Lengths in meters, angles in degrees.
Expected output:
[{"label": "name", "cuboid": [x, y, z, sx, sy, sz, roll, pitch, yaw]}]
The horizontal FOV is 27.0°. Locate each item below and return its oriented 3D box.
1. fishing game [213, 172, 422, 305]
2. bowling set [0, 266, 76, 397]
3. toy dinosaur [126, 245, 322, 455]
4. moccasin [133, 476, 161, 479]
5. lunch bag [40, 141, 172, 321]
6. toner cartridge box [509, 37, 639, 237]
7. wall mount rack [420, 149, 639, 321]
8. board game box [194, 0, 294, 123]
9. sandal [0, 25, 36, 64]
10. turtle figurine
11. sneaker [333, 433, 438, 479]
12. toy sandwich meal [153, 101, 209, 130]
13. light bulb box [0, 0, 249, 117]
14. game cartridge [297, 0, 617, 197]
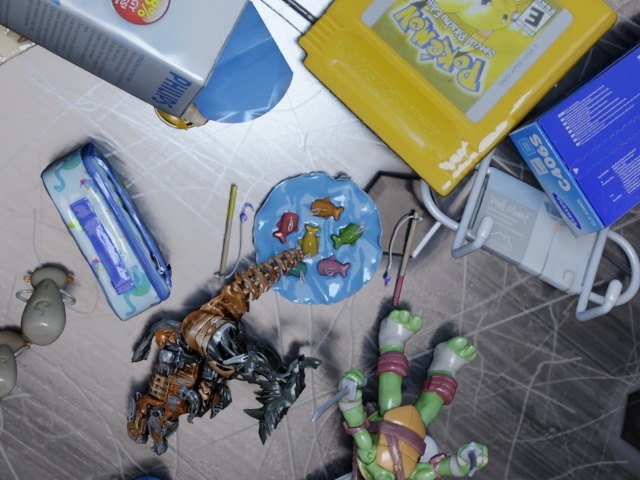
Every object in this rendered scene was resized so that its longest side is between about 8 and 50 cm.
[{"label": "fishing game", "cuboid": [0.000, 0.000, 1.805, 0.264, 0.041, 0.189, 12, 101, -9]}, {"label": "bowling set", "cuboid": [-0.468, 0.140, 1.733, 0.287, 0.154, 0.200, 5, 118, -10]}, {"label": "toy dinosaur", "cuboid": [-0.125, 0.155, 1.767, 0.218, 0.164, 0.322, 36, 116, 4]}, {"label": "moccasin", "cuboid": [-0.331, 0.456, 1.791, 0.342, 0.138, 0.117, -31, 107, 0]}, {"label": "lunch bag", "cuboid": [-0.269, -0.011, 1.697, 0.090, 0.176, 0.219, -28, 101, -2]}, {"label": "toner cartridge box", "cuboid": [0.425, -0.167, 1.744, 0.348, 0.075, 0.165, -35, 94, -22]}, {"label": "wall mount rack", "cuboid": [0.324, -0.071, 1.795, 0.350, 0.130, 0.304, 26, 68, -12]}, {"label": "board game box", "cuboid": [-0.121, -0.232, 1.748, 0.133, 0.033, 0.168, -30, 87, -9]}, {"label": "sandal", "cuboid": [-0.372, -0.284, 1.685, 0.240, 0.079, 0.088, -37, 102, 0]}, {"label": "turtle figurine", "cuboid": [0.127, 0.214, 1.732, 0.198, 0.266, 0.274, 6, 142, 15]}, {"label": "sneaker", "cuboid": [0.065, 0.350, 1.850, 0.237, 0.086, 0.085, -33, 101, -2]}, {"label": "toy sandwich meal", "cuboid": [-0.179, -0.182, 1.753, 0.086, 0.029, 0.085, -1, 100, -7]}, {"label": "light bulb box", "cuboid": [-0.231, -0.393, 1.573, 0.361, 0.225, 0.358, 28, 80, -11]}, {"label": "game cartridge", "cuboid": [0.170, -0.265, 1.729, 0.285, 0.053, 0.323, 44, 91, 8]}]
